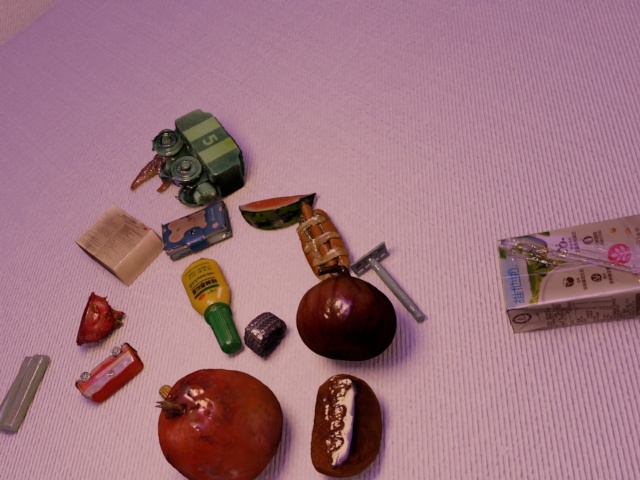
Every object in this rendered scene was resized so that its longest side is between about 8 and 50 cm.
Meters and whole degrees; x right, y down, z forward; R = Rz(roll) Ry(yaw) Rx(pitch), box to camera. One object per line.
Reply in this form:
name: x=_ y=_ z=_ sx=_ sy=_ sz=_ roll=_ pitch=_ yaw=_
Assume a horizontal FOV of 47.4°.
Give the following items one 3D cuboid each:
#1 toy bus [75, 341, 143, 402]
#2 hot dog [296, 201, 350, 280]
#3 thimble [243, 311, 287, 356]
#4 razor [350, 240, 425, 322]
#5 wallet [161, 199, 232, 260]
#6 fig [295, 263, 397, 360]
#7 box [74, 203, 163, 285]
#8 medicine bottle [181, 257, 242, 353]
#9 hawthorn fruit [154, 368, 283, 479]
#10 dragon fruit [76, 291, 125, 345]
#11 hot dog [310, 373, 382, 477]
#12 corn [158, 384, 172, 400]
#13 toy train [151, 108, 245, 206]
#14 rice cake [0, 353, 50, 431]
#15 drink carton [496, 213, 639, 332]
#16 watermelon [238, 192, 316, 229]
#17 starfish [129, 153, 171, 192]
toy bus: x=-0.547 y=0.350 z=1.898 sx=0.174 sy=0.079 sz=0.077 roll=-40 pitch=60 yaw=-10
hot dog: x=0.000 y=0.000 z=1.943 sx=0.109 sy=0.072 sz=0.269 roll=-25 pitch=51 yaw=0
thimble: x=-0.137 y=0.233 z=1.812 sx=0.066 sy=0.095 sz=0.104 roll=31 pitch=34 yaw=26
razor: x=0.181 y=0.111 z=1.798 sx=0.106 sy=0.068 sz=0.232 roll=-36 pitch=55 yaw=-6
wallet: x=-0.361 y=-0.028 z=2.117 sx=0.202 sy=0.059 sz=0.141 roll=-22 pitch=43 yaw=3
fig: x=0.064 y=0.174 z=1.677 sx=0.235 sy=0.235 sz=0.214 roll=13 pitch=56 yaw=29
box: x=-0.591 y=0.009 z=2.157 sx=0.212 sy=0.095 sz=0.168 roll=29 pitch=71 yaw=35
medicine bottle: x=-0.279 y=0.172 z=1.923 sx=0.111 sy=0.076 sz=0.309 roll=-31 pitch=51 yaw=-1
hawthorn fruit: x=-0.244 y=0.398 z=1.597 sx=0.276 sy=0.307 sz=0.276 roll=-14 pitch=59 yaw=25
dragon fruit: x=-0.601 y=0.227 z=2.004 sx=0.111 sy=0.153 sz=0.153 roll=16 pitch=52 yaw=-16
hot dog: x=0.051 y=0.409 z=1.595 sx=0.160 sy=0.099 sz=0.227 roll=0 pitch=56 yaw=22
corn: x=-0.370 y=0.394 z=1.818 sx=0.037 sy=0.037 sz=0.092 roll=-42 pitch=53 yaw=-11
toy train: x=-0.366 y=-0.242 z=2.194 sx=0.238 sy=0.167 sz=0.299 roll=-30 pitch=63 yaw=-15
rice cake: x=-0.813 y=0.410 z=1.980 sx=0.080 sy=0.042 sz=0.222 roll=-1 pitch=56 yaw=27
drink carton: x=0.570 y=0.077 z=1.615 sx=0.324 sy=0.132 sz=0.194 roll=-10 pitch=52 yaw=17
watermelon: x=-0.130 y=-0.089 z=2.076 sx=0.245 sy=0.063 sz=0.119 roll=-10 pitch=33 yaw=21
starfish: x=-0.496 y=-0.232 z=2.335 sx=0.138 sy=0.050 sz=0.247 roll=30 pitch=77 yaw=35
